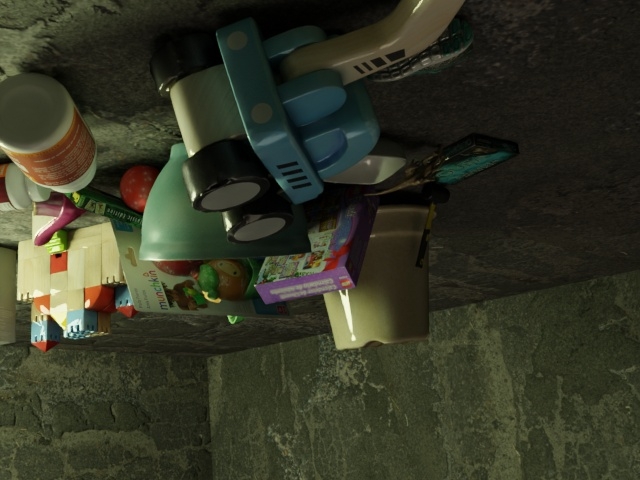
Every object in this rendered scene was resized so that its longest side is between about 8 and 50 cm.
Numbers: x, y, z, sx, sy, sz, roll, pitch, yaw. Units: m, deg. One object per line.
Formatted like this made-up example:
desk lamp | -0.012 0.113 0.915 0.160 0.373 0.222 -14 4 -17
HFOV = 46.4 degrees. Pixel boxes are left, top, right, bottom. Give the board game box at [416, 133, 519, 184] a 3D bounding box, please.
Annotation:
board game box | 0.284 -0.158 1.494 0.126 0.026 0.186 5 161 -34

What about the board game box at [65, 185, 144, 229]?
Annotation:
board game box | -0.362 -0.051 1.445 0.260 0.030 0.136 22 -173 -36

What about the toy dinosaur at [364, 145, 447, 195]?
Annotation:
toy dinosaur | 0.176 -0.119 1.392 0.183 0.053 0.092 -33 178 -16

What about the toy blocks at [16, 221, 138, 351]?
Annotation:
toy blocks | -0.559 0.112 1.744 0.382 0.260 0.191 -11 163 19

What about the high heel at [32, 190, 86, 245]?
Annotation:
high heel | -0.534 -0.046 1.547 0.117 0.082 0.244 0 156 -22

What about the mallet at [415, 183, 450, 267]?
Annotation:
mallet | 0.246 -0.032 1.664 0.062 0.189 0.039 0 -169 -38

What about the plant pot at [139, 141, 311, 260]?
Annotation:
plant pot | -0.165 -0.070 1.283 0.293 0.196 0.293 -2 -179 0

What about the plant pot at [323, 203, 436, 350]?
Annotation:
plant pot | 0.131 0.100 1.780 0.334 0.305 0.334 -7 171 -1

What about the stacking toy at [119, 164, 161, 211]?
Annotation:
stacking toy | -0.234 -0.075 1.465 0.330 0.141 0.141 17 154 -40

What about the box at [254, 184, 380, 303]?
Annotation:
box | 0.000 0.000 1.534 0.201 0.293 0.057 -13 123 25

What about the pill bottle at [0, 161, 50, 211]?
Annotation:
pill bottle | -0.568 -0.095 1.331 0.152 0.086 0.086 -7 164 3

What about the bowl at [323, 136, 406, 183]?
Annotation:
bowl | 0.075 -0.153 1.396 0.142 0.053 0.142 2 162 -23

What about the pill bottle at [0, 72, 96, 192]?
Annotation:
pill bottle | -0.407 -0.150 1.121 0.121 0.121 0.216 -4 164 -4

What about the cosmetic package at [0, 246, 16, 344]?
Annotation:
cosmetic package | -0.811 0.135 1.792 0.127 0.237 0.107 -14 165 19

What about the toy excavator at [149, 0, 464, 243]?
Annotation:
toy excavator | 0.009 -0.214 0.965 0.446 0.222 0.433 -21 162 5

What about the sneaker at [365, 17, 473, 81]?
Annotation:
sneaker | 0.139 -0.253 1.051 0.167 0.064 0.076 -10 168 22

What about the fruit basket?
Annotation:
fruit basket | -0.254 0.041 1.605 0.353 0.327 0.165 12 121 -34
